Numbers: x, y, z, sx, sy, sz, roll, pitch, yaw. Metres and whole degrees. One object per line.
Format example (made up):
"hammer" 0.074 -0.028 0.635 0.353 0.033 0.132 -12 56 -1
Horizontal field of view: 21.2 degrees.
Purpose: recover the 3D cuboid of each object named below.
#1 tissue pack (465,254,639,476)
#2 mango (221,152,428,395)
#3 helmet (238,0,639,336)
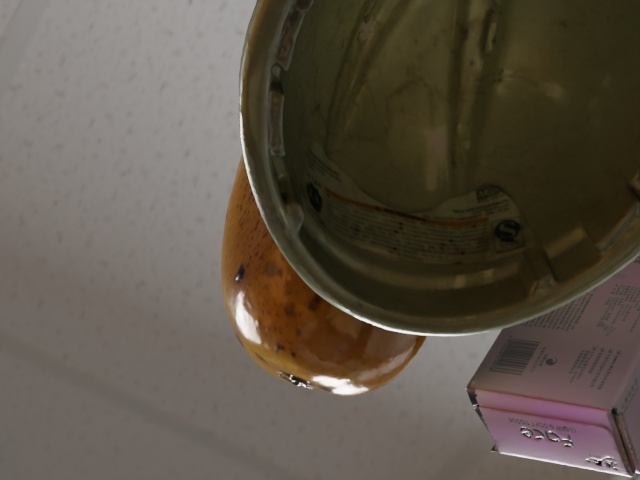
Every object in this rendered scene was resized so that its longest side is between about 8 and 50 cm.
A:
"tissue pack" 0.258 0.088 1.544 0.149 0.246 0.092 6 -45 36
"mango" 0.000 0.000 1.411 0.160 0.290 0.191 10 -38 -28
"helmet" 0.068 -0.100 0.727 0.204 0.137 0.257 18 -62 -18
